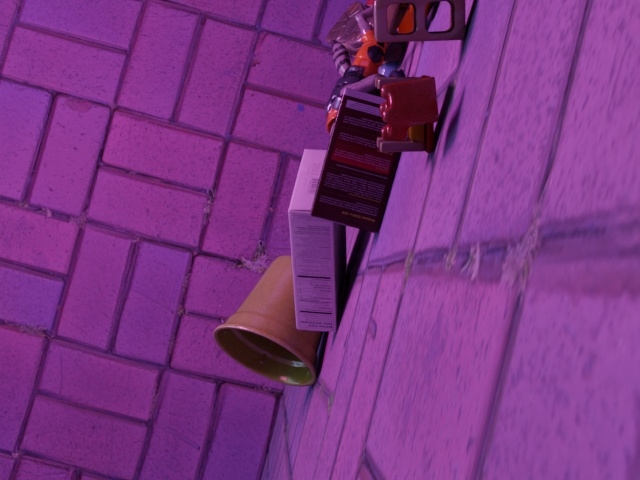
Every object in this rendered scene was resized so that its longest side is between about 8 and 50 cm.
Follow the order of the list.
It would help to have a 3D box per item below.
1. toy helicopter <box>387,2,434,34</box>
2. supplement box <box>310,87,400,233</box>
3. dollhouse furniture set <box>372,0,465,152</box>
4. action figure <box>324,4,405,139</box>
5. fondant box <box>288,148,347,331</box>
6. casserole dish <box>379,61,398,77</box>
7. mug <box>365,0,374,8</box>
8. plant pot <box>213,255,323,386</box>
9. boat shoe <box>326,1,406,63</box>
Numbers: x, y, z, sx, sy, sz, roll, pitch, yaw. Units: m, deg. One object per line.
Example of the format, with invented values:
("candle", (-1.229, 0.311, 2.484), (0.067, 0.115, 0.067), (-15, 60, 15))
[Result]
("toy helicopter", (0.197, -0.557, 1.649), (0.235, 0.140, 0.354), (79, -145, -75))
("supplement box", (0.073, -0.146, 1.528), (0.073, 0.130, 0.239), (-93, 19, -80))
("dollhouse furniture set", (0.146, -0.290, 1.041), (0.201, 0.152, 0.373), (-88, -4, -77))
("action figure", (0.075, -0.283, 1.776), (0.341, 0.179, 0.330), (103, -179, -49))
("fondant box", (0.000, 0.000, 1.828), (0.238, 0.096, 0.330), (-79, -10, -51))
("casserole dish", (0.158, -0.385, 2.113), (0.114, 0.037, 0.188), (-85, 9, -77))
("mug", (0.206, -0.643, 2.084), (0.113, 0.150, 0.169), (8, -76, -55))
("plant pot", (-0.088, 0.187, 2.099), (0.276, 0.276, 0.253), (109, -173, -62))
("boat shoe", (0.112, -0.494, 2.071), (0.132, 0.130, 0.355), (-48, 22, 9))
